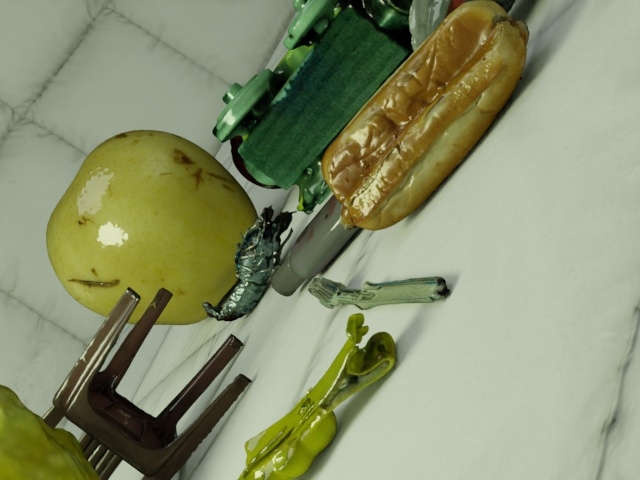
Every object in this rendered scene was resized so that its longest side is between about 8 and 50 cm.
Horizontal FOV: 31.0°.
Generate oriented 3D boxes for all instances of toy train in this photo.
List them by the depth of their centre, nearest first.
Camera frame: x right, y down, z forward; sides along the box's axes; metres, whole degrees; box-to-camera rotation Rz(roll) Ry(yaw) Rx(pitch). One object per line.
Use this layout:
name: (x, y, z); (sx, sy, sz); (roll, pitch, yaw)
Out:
toy train: (0.042, -0.211, 1.289); (0.272, 0.179, 0.442); (-54, 6, -28)

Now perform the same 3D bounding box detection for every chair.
chair: (-0.237, 0.220, 1.313); (0.326, 0.175, 0.183); (-54, 3, 4)

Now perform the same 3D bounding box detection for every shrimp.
shrimp: (-0.080, 0.037, 1.467); (0.082, 0.076, 0.174); (10, -66, -57)

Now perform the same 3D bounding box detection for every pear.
pear: (-0.245, -0.013, 1.727); (0.309, 0.309, 0.309); (-55, 11, 16)

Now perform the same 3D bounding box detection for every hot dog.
hot dog: (0.088, -0.099, 0.989); (0.076, 0.102, 0.249); (-4, -38, -49)

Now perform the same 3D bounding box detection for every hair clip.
hair clip: (-0.008, 0.131, 0.866); (0.173, 0.046, 0.072); (-53, 9, 18)

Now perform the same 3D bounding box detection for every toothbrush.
toothbrush: (0.044, 0.043, 0.946); (0.026, 0.028, 0.294); (-61, 16, -11)

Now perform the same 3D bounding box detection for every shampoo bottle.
shampoo bottle: (0.000, 0.000, 1.216); (0.165, 0.040, 0.080); (-48, 16, 38)

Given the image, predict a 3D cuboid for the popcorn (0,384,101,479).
popcorn: (-0.330, 0.335, 1.178); (0.294, 0.292, 0.334); (-57, 0, -44)

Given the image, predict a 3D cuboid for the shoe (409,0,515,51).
shoe: (0.163, -0.240, 1.043); (0.125, 0.099, 0.228); (5, 84, 41)

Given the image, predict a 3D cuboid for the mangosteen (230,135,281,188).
mangosteen: (-0.068, -0.152, 1.672); (0.152, 0.152, 0.152); (-55, 11, 16)
